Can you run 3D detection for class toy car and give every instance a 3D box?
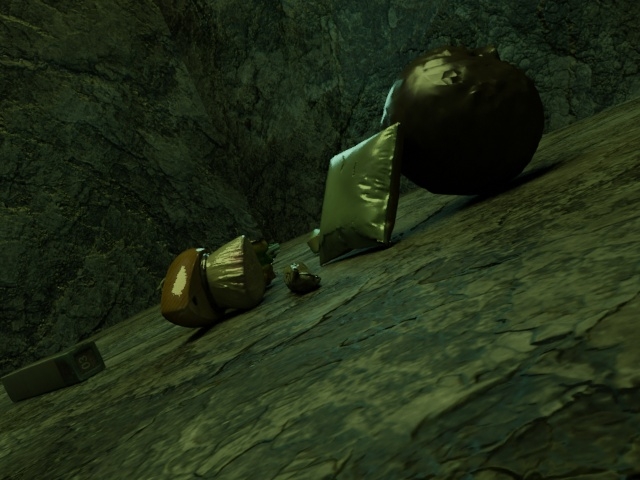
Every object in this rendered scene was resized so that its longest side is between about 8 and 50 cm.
[{"bbox_3d":[-0.263,0.085,2.477,0.224,0.076,0.090,-31,1,28],"label":"toy car"}]

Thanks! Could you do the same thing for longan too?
[{"bbox_3d":[0.350,-0.298,1.460,0.391,0.391,0.391,-24,3,1],"label":"longan"}]

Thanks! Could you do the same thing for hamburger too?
[{"bbox_3d":[-0.233,0.088,1.582,0.237,0.149,0.237,-15,3,1],"label":"hamburger"}]

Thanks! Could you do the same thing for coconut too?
[{"bbox_3d":[0.000,0.000,1.921,0.083,0.081,0.082,-32,-13,21],"label":"coconut"}]

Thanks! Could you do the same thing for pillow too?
[{"bbox_3d":[0.093,-0.107,1.428,0.119,0.310,0.312,14,-16,-28],"label":"pillow"}]

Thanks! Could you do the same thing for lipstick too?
[{"bbox_3d":[-0.675,0.331,1.473,0.371,0.080,0.076,-22,5,38],"label":"lipstick"}]

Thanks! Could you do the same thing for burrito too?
[{"bbox_3d":[-0.045,0.075,1.234,0.063,0.058,0.229,-29,2,-8],"label":"burrito"}]

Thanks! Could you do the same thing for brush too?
[{"bbox_3d":[-0.232,0.103,1.292,0.166,0.174,0.267,-14,13,12],"label":"brush"}]

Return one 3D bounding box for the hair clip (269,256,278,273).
[{"bbox_3d":[-0.198,0.098,1.896,0.106,0.084,0.292,-43,13,-13],"label":"hair clip"}]

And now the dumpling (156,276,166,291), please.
[{"bbox_3d":[-0.449,0.171,2.098,0.247,0.142,0.172,-10,-27,7],"label":"dumpling"}]
